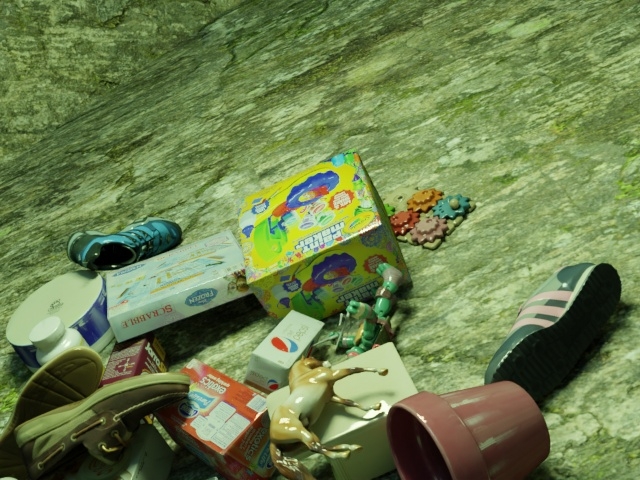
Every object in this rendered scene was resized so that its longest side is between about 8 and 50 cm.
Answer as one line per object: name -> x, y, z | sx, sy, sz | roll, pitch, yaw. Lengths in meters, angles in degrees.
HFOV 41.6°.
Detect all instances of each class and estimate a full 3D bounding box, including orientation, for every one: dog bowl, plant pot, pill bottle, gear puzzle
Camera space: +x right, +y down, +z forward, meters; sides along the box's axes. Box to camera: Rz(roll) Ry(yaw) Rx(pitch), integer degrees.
dog bowl -> -0.610, 0.193, 2.017 | 0.264, 0.104, 0.265 | -18, 33, 12
plant pot -> 0.220, 0.295, 1.215 | 0.180, 0.201, 0.201 | -21, 29, -21
pill bottle -> -0.542, 0.254, 1.805 | 0.103, 0.184, 0.103 | -19, 33, 13
gear puzzle -> 0.177, -0.079, 1.899 | 0.175, 0.044, 0.339 | -43, 36, -24

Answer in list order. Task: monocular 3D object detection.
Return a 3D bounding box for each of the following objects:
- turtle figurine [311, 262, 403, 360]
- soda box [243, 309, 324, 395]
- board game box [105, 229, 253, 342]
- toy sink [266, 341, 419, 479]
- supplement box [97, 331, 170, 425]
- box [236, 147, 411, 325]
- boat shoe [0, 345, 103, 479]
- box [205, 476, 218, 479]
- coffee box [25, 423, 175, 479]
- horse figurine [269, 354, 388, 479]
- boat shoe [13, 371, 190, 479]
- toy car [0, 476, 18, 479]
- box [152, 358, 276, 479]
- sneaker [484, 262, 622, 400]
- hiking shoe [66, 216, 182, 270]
turtle figurine -> 0.081, 0.160, 1.569 | 0.234, 0.118, 0.175 | -55, 1, -39
soda box -> -0.064, 0.205, 1.549 | 0.073, 0.069, 0.216 | 22, 21, 10
board game box -> -0.316, 0.092, 1.880 | 0.318, 0.066, 0.318 | -20, 19, -9
toy sink -> 0.051, 0.299, 1.368 | 0.234, 0.131, 0.153 | -23, 34, -2
supplement box -> -0.381, 0.285, 1.722 | 0.080, 0.104, 0.188 | -15, 34, 16
box -> 0.000, 0.000, 1.757 | 0.289, 0.177, 0.279 | -24, 39, 8
boat shoe -> -0.550, 0.329, 1.676 | 0.341, 0.121, 0.110 | -50, 18, 12
box -> -0.131, 0.515, 1.037 | 0.182, 0.294, 0.296 | -25, 33, 3
coffee box -> -0.407, 0.434, 1.532 | 0.246, 0.098, 0.141 | -13, 34, 20
horse figurine -> -0.007, 0.265, 1.273 | 0.174, 0.066, 0.263 | 4, 40, 25
boat shoe -> -0.373, 0.331, 1.473 | 0.341, 0.123, 0.123 | -22, 71, 7
toy car -> -0.626, 0.507, 1.548 | 0.159, 0.136, 0.182 | -37, 34, -16
box -> -0.177, 0.326, 1.498 | 0.128, 0.123, 0.256 | -43, 36, -25
sneaker -> 0.363, 0.155, 1.400 | 0.319, 0.112, 0.131 | -38, 17, -23
hiking shoe -> -0.472, 0.024, 2.108 | 0.304, 0.113, 0.132 | -16, 31, -34
